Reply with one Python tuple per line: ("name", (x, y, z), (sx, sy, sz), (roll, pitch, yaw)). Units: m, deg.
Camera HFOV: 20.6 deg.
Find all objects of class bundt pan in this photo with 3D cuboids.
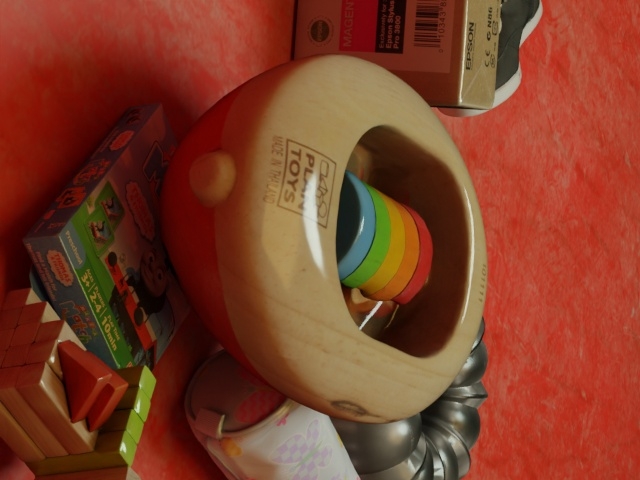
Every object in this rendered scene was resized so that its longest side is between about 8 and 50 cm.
("bundt pan", (0.089, 0.165, 1.928), (0.331, 0.124, 0.331), (-21, 113, -60))

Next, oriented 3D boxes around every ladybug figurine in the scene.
("ladybug figurine", (0.000, 0.000, 1.526), (0.449, 0.161, 0.305), (33, 62, -57))

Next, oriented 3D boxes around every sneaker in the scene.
("sneaker", (0.186, -0.268, 2.063), (0.296, 0.104, 0.147), (-62, 145, -48))

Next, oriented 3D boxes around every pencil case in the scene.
("pencil case", (-0.038, 0.217, 1.696), (0.124, 0.113, 0.273), (-39, 136, -17))

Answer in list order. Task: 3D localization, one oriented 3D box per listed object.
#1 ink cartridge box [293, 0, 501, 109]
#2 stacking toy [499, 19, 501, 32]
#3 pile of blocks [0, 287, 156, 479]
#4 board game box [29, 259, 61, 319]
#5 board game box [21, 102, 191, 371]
("ink cartridge box", (0.078, -0.251, 1.739), (0.088, 0.193, 0.235), (-4, 98, -61))
("stacking toy", (0.115, -0.375, 1.887), (0.141, 0.141, 0.330), (-11, 98, -63))
("pile of blocks", (-0.140, 0.203, 1.336), (0.149, 0.112, 0.362), (-51, 128, -60))
("board game box", (-0.201, 0.064, 1.424), (0.133, 0.033, 0.169), (-27, 108, -63))
("board game box", (-0.156, 0.007, 1.447), (0.211, 0.039, 0.160), (-62, 138, -52))
